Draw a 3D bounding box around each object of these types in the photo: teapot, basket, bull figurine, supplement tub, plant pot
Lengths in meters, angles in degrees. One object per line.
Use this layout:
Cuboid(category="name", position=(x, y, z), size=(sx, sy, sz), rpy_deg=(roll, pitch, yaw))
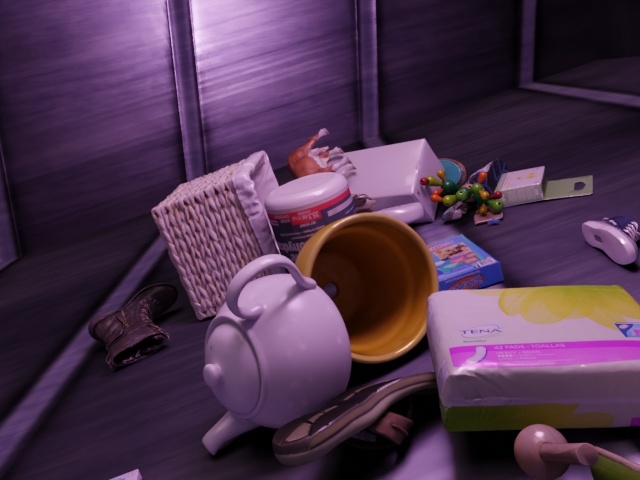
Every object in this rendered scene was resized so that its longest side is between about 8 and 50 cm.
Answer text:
Cuboid(category="teapot", position=(-0.089, 0.171, 0.868), size=(0.187, 0.255, 0.253), rpy_deg=(-9, -11, -42))
Cuboid(category="basket", position=(-0.223, -0.023, 1.491), size=(0.267, 0.331, 0.328), rpy_deg=(-17, 17, 8))
Cuboid(category="bull figurine", position=(0.000, -0.189, 1.672), size=(0.188, 0.101, 0.310), rpy_deg=(-38, 47, 7))
Cuboid(category="supplement tub", position=(0.000, 0.000, 1.298), size=(0.191, 0.272, 0.191), rpy_deg=(-16, 17, 5))
Cuboid(category="plant pot", position=(0.052, 0.089, 1.074), size=(0.254, 0.253, 0.239), rpy_deg=(-24, 3, -20))

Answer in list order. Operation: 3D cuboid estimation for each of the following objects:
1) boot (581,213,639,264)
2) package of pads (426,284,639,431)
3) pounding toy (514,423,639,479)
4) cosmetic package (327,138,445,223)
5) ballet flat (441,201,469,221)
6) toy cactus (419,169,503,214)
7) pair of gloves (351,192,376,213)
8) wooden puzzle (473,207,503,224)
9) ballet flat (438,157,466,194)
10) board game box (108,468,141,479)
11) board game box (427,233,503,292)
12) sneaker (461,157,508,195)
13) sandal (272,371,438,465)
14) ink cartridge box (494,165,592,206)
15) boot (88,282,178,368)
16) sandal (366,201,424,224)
Cuboid(category="boot", position=(0.586, -0.012, 1.118), size=(0.086, 0.069, 0.190), rpy_deg=(-18, 16, 6))
Cuboid(category="package of pads", position=(0.298, 0.146, 0.776), size=(0.297, 0.101, 0.229), rpy_deg=(-2, 21, 5))
Cuboid(category="pounding toy", position=(0.288, 0.258, 0.497), size=(0.237, 0.110, 0.183), rpy_deg=(22, -8, 7))
Cuboid(category="cosmetic package", position=(0.158, -0.157, 1.706), size=(0.366, 0.155, 0.196), rpy_deg=(-2, 57, 36))
Cuboid(category="ballet flat", position=(0.375, -0.080, 1.584), size=(0.041, 0.041, 0.114), rpy_deg=(0, 25, 43))
Cuboid(category="toy cactus", position=(0.388, -0.137, 1.551), size=(0.219, 0.112, 0.180), rpy_deg=(12, 11, 23))
Cuboid(category="pair of gloves", position=(0.024, -0.071, 1.468), size=(0.240, 0.042, 0.204), rpy_deg=(-11, -8, 5))
Cuboid(category="wooden puzzle", position=(0.437, -0.061, 1.507), size=(0.079, 0.014, 0.116), rpy_deg=(-14, 17, 23))
Cuboid(category="ballet flat", position=(0.335, -0.181, 1.818), size=(0.124, 0.116, 0.343), rpy_deg=(7, -13, -42))
Cuboid(category="board game box", position=(-0.311, 0.384, 0.844), size=(0.090, 0.020, 0.090), rpy_deg=(-18, 17, -7))
Cuboid(category="board game box", position=(0.272, 0.057, 1.243), size=(0.160, 0.047, 0.210), rpy_deg=(-18, 18, -1))
Cuboid(category="sneaker", position=(0.477, -0.166, 1.715), size=(0.211, 0.080, 0.081), rpy_deg=(-33, -3, -35))
Cuboid(category="sandal", position=(0.062, 0.249, 0.784), size=(0.303, 0.086, 0.120), rpy_deg=(-13, -10, -43))
Cuboid(category="ink cartridge box", position=(0.606, -0.155, 1.568), size=(0.235, 0.056, 0.171), rpy_deg=(-10, 18, 28))
Cuboid(category="boot", position=(-0.424, 0.209, 1.408), size=(0.263, 0.091, 0.229), rpy_deg=(-32, 28, -29))
Cuboid(category="sandal", position=(0.126, -0.019, 1.511), size=(0.170, 0.102, 0.416), rpy_deg=(-14, 0, -19))
